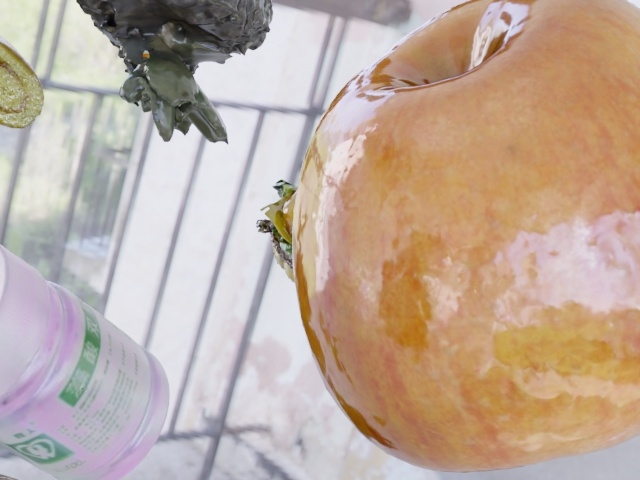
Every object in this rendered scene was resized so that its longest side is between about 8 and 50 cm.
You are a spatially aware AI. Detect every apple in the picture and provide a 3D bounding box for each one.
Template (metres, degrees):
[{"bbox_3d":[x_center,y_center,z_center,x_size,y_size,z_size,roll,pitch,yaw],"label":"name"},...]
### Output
[{"bbox_3d":[0.121,-0.011,0.809,0.299,0.275,0.299,-16,15,4],"label":"apple"}]

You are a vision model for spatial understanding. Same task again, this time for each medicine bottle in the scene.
[{"bbox_3d":[-0.362,0.159,1.604,0.212,0.212,0.325,32,-9,45],"label":"medicine bottle"}]

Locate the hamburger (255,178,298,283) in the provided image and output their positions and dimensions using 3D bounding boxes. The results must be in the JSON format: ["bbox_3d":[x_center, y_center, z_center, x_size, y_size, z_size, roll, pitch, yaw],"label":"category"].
[{"bbox_3d":[-0.001,-0.003,1.722,0.164,0.093,0.189,-18,63,-39],"label":"hamburger"}]

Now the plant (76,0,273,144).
[{"bbox_3d":[-0.171,-0.270,1.496,0.213,0.312,0.215,13,-3,16],"label":"plant"}]

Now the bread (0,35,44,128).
[{"bbox_3d":[-0.445,-0.222,1.707,0.132,0.103,0.172,46,-7,-31],"label":"bread"}]

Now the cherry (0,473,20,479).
[{"bbox_3d":[-0.566,0.395,1.840,0.192,0.250,0.175,41,30,-40],"label":"cherry"}]
